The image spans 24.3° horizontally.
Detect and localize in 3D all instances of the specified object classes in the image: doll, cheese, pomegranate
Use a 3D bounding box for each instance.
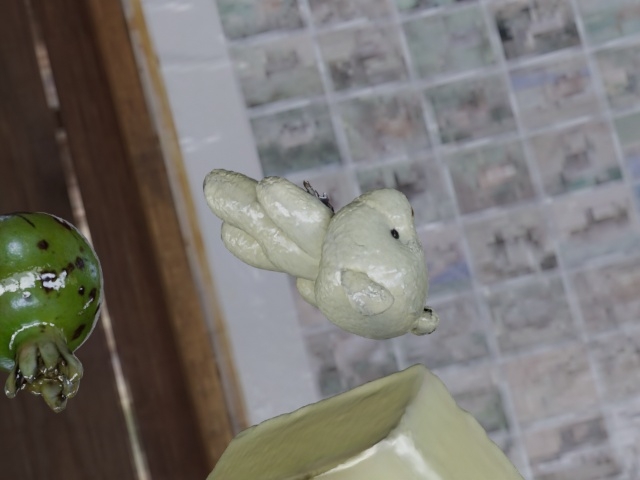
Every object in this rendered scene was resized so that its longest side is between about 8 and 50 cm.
[{"bbox_3d":[-0.001,-0.003,1.524,0.278,0.149,0.175,24,-177,32],"label":"doll"},{"bbox_3d":[0.066,0.257,1.258,0.242,0.265,0.124,-24,-157,41],"label":"cheese"},{"bbox_3d":[-0.407,0.086,2.086,0.242,0.242,0.306,-12,-159,-20],"label":"pomegranate"}]
